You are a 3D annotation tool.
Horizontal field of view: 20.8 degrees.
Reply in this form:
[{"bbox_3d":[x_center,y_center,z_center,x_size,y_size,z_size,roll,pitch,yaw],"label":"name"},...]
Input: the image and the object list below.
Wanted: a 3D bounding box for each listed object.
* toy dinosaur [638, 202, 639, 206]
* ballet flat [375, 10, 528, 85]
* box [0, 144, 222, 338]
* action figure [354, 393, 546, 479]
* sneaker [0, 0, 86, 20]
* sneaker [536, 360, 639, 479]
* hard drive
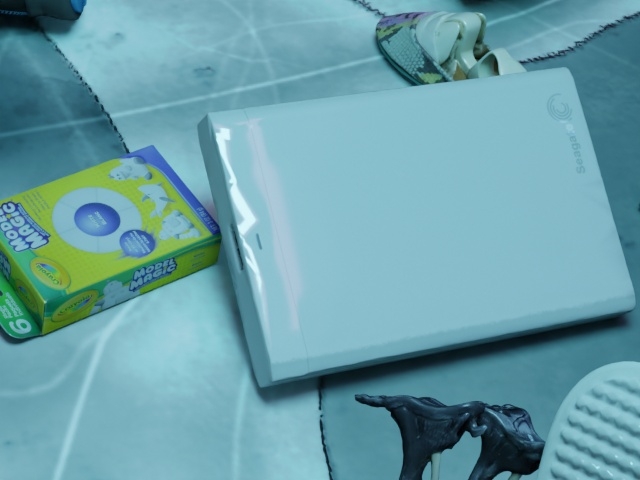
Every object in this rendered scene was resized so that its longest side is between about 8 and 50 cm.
[{"bbox_3d":[0.371,-0.052,1.441,0.160,0.121,0.313,32,28,16],"label":"toy dinosaur"},{"bbox_3d":[0.134,-0.141,1.469,0.077,0.079,0.221,-27,60,-29],"label":"ballet flat"},{"bbox_3d":[-0.175,0.001,1.295,0.179,0.043,0.105,-25,59,-29],"label":"box"},{"bbox_3d":[0.072,0.237,1.086,0.164,0.141,0.275,9,83,-40],"label":"action figure"},{"bbox_3d":[-0.274,-0.329,1.504,0.140,0.125,0.341,0,47,-8],"label":"sneaker"},{"bbox_3d":[0.225,0.252,1.055,0.150,0.135,0.366,0,80,-61],"label":"sneaker"},{"bbox_3d":[0.076,-0.016,1.315,0.307,0.040,0.203,-9,78,-23],"label":"hard drive"}]
